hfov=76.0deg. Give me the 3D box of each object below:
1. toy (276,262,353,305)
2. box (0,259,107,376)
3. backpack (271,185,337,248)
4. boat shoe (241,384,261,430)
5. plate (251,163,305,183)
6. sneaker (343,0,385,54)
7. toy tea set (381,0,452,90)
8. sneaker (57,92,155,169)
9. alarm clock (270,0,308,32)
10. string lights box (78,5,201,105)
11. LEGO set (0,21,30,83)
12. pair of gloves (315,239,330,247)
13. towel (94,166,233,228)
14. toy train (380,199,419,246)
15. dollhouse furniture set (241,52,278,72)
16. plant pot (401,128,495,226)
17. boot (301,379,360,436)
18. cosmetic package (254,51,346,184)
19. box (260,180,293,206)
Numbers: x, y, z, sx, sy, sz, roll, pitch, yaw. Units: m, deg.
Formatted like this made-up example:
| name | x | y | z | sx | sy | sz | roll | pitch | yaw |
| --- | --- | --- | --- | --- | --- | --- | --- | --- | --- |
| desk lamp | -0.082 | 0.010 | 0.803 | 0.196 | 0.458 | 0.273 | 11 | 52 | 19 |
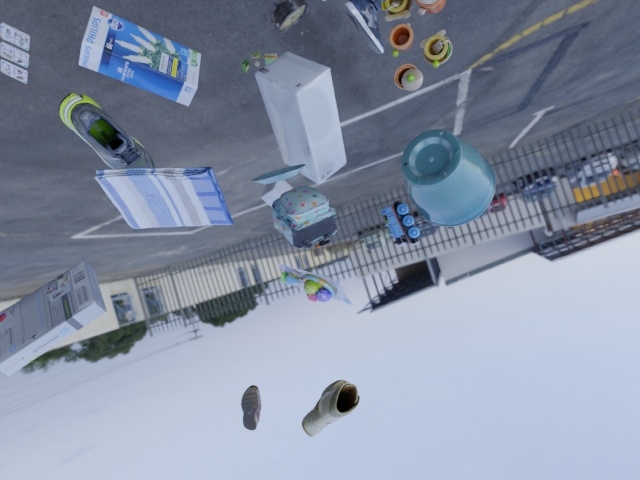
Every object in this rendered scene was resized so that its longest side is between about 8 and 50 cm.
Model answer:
| name | x | y | z | sx | sy | sz | roll | pitch | yaw |
| --- | --- | --- | --- | --- | --- | --- | --- | --- | --- |
| toy | -0.028 | 0.149 | 1.260 | 0.237 | 0.137 | 0.056 | 17 | -118 | 35 |
| box | -0.500 | 0.135 | 0.754 | 0.186 | 0.038 | 0.145 | -35 | -136 | -15 |
| backpack | -0.060 | -0.082 | 1.251 | 0.165 | 0.145 | 0.188 | -28 | -142 | -24 |
| boat shoe | -0.236 | 0.570 | 1.419 | 0.064 | 0.178 | 0.060 | 9 | -158 | 11 |
| plate | -0.136 | -0.214 | 1.344 | 0.188 | 0.024 | 0.188 | -16 | -164 | 5 |
| sneaker | 0.211 | -0.825 | 1.510 | 0.163 | 0.226 | 0.086 | -42 | -150 | 4 |
| toy tea set | 0.284 | -0.619 | 1.209 | 0.199 | 0.337 | 0.124 | -6 | -177 | 23 |
| sneaker | -0.545 | -0.249 | 1.088 | 0.111 | 0.121 | 0.300 | -50 | 151 | -6 |
| alarm clock | -0.099 | -0.768 | 1.380 | 0.129 | 0.064 | 0.192 | -32 | -173 | 29 |
| string lights box | -0.441 | -0.452 | 1.022 | 0.259 | 0.134 | 0.076 | 14 | 147 | -31 |
| LEGO set | -1.029 | -0.624 | 1.262 | 0.244 | 0.060 | 0.182 | 22 | 137 | -23 |
| pair of gloves | 0.000 | 0.000 | 1.777 | 0.074 | 0.010 | 0.083 | -23 | -145 | -19 |
| towel | -0.380 | -0.099 | 1.018 | 0.284 | 0.034 | 0.209 | -1 | 142 | 5 |
| toy train | 0.306 | -0.060 | 1.560 | 0.105 | 0.184 | 0.080 | -26 | 172 | 12 |
| dollhouse furniture set | -0.254 | -0.751 | 1.743 | 0.151 | 0.059 | 0.076 | 3 | 135 | 8 |
| plant pot | 0.383 | -0.207 | 1.281 | 0.271 | 0.272 | 0.255 | -19 | 156 | 26 |
| boot | 0.068 | 0.533 | 1.391 | 0.262 | 0.095 | 0.203 | -25 | 160 | -53 |
| cosmetic package | -0.056 | -0.406 | 1.395 | 0.156 | 0.217 | 0.385 | -41 | 147 | -20 |
| box | -0.188 | -0.207 | 1.799 | 0.087 | 0.101 | 0.102 | -25 | -144 | 39 |
